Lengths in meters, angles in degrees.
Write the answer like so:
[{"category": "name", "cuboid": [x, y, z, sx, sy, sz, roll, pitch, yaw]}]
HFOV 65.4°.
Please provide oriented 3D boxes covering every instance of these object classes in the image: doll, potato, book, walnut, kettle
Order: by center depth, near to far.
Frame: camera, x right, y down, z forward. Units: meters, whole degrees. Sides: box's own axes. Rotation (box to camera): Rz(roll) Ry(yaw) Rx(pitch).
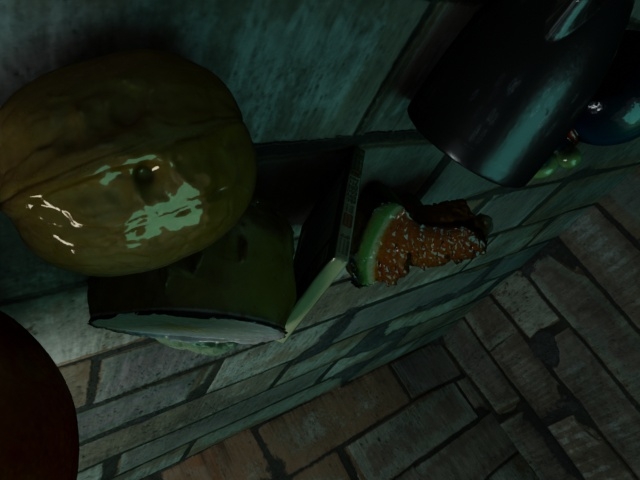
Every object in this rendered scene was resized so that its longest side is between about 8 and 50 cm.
[{"category": "walnut", "cuboid": [-0.168, -0.069, 0.449, 0.226, 0.193, 0.193, -15, 151, -21]}, {"category": "potato", "cuboid": [-0.163, 0.033, 0.671, 0.300, 0.196, 0.247, -14, 153, 40]}, {"category": "kettle", "cuboid": [0.286, -0.254, 0.691, 0.290, 0.208, 0.268, -59, 175, 30]}, {"category": "book", "cuboid": [0.000, 0.000, 0.760, 0.027, 0.264, 0.202, 25, 130, -11]}, {"category": "doll", "cuboid": [0.489, -0.250, 0.908, 0.322, 0.198, 0.186, -34, 145, 26]}]

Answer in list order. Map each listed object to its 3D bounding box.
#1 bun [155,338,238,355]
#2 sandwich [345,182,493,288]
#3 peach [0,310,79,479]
[{"category": "bun", "cuboid": [-0.193, 0.129, 0.874, 0.213, 0.126, 0.203, -24, 153, -17]}, {"category": "sandwich", "cuboid": [0.198, -0.027, 1.014, 0.302, 0.161, 0.250, 1, 137, -2]}, {"category": "peach", "cuboid": [-0.411, 0.223, 0.457, 0.389, 0.388, 0.388, -27, 156, -13]}]
